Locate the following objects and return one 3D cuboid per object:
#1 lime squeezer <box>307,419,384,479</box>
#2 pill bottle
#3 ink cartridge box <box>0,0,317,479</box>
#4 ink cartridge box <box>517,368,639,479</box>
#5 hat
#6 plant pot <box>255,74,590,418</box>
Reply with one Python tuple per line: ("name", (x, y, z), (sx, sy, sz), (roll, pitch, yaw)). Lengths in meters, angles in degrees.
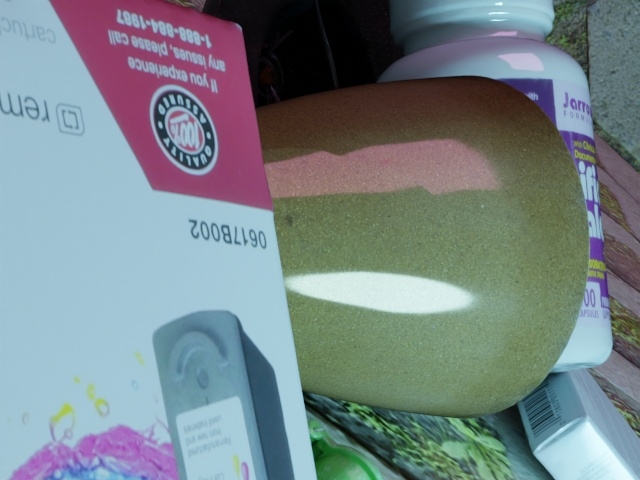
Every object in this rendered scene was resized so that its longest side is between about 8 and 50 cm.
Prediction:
("lime squeezer", (-0.009, 0.139, 0.928), (0.310, 0.059, 0.110), (33, 16, -17))
("pill bottle", (0.124, -0.050, 1.271), (0.169, 0.169, 0.301), (9, 75, -59))
("ink cartridge box", (-0.106, 0.076, 0.492), (0.226, 0.131, 0.306), (7, 68, -59))
("ink cartridge box", (0.239, 0.190, 1.361), (0.232, 0.066, 0.189), (54, 10, -19))
("hat", (-0.038, -0.097, 1.312), (0.134, 0.331, 0.331), (-3, -10, 35))
("plant pot", (0.000, 0.000, 1.089), (0.254, 0.237, 0.237), (3, 35, -40))
